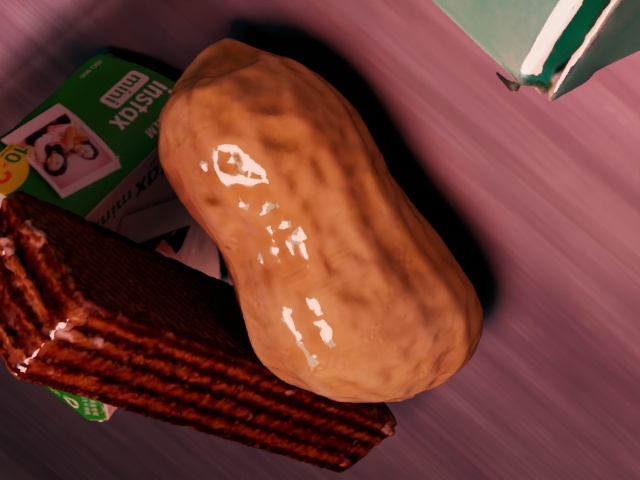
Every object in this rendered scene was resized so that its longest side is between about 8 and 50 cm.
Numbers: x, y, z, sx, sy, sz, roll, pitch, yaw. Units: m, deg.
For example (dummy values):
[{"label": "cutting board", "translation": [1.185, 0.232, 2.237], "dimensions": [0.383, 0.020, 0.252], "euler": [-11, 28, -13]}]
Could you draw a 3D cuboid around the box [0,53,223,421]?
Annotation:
[{"label": "box", "translation": [-0.164, 0.000, 1.055], "dimensions": [0.103, 0.180, 0.250], "euler": [28, 147, 20]}]

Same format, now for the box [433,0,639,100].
[{"label": "box", "translation": [0.050, -0.215, 0.482], "dimensions": [0.311, 0.205, 0.118], "euler": [48, 140, 17]}]

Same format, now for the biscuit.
[{"label": "biscuit", "translation": [-0.082, 0.078, 0.984], "dimensions": [0.388, 0.073, 0.107], "euler": [27, -160, -53]}]

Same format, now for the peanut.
[{"label": "peanut", "translation": [0.001, 0.008, 0.933], "dimensions": [0.143, 0.159, 0.291], "euler": [-25, 118, 19]}]
